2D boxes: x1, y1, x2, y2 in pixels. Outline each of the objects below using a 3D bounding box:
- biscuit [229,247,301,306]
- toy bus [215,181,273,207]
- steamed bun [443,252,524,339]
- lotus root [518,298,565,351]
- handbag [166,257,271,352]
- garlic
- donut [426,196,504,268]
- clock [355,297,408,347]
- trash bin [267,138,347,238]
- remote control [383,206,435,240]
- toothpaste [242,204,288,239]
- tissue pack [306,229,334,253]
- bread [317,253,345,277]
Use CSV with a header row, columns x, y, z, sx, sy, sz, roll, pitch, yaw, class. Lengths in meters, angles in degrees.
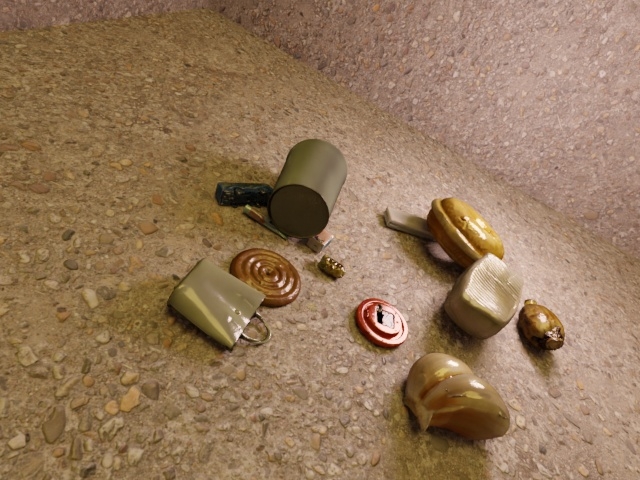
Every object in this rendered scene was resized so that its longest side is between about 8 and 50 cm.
x,y,z,sx,sy,sz,roll,pitch,yaw,class
-0.186,0.119,1.511,0.261,0.037,0.262,18,39,-15,biscuit
-0.302,-0.191,1.760,0.236,0.079,0.094,-4,46,-36,toy bus
0.638,0.241,1.747,0.247,0.236,0.383,40,45,9,steamed bun
0.942,0.364,1.872,0.169,0.141,0.314,26,28,-8,lotus root
-0.276,0.199,1.307,0.315,0.109,0.241,32,39,-1,handbag
0.424,0.492,1.361,0.312,0.286,0.250,9,86,-17,garlic
0.678,-0.032,2.053,0.449,0.198,0.449,35,27,-22,donut
0.222,0.290,1.563,0.205,0.051,0.205,17,40,-15,clock
-0.046,-0.228,1.802,0.280,0.280,0.432,25,37,-6,trash bin
0.442,-0.077,2.130,0.277,0.055,0.103,17,39,-20,remote control
-0.211,-0.073,1.721,0.205,0.036,0.056,33,37,-2,toothpaste
0.000,0.000,1.750,0.074,0.059,0.094,34,37,12,tissue pack
0.045,0.103,1.663,0.110,0.060,0.066,33,8,4,bread
